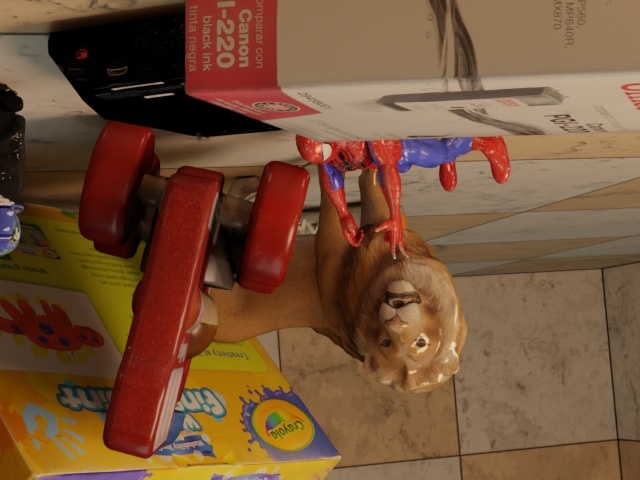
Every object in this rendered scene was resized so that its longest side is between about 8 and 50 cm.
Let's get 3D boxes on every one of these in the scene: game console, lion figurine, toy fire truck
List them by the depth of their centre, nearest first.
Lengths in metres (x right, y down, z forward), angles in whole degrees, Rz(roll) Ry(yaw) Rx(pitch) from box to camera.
[{"bbox_3d":[0.028,-0.112,0.769,0.361,0.044,0.213,-5,176,13],"label":"game console"},{"bbox_3d":[-0.124,0.051,1.041,0.169,0.254,0.302,15,173,-3],"label":"toy fire truck"},{"bbox_3d":[-0.032,0.041,1.271,0.392,0.240,0.142,-7,174,35],"label":"lion figurine"}]

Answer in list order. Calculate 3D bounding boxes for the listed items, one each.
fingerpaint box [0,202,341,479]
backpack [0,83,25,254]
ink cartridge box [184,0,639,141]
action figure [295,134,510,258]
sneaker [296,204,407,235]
[{"bbox_3d":[-0.246,0.142,1.266,0.163,0.371,0.444,-50,150,19],"label":"fingerpaint box"},{"bbox_3d":[-0.303,-0.045,0.831,0.173,0.117,0.158,4,169,-42],"label":"backpack"},{"bbox_3d":[0.069,-0.100,0.560,0.217,0.092,0.158,-1,176,22],"label":"ink cartridge box"},{"bbox_3d":[0.070,-0.041,1.079,0.091,0.139,0.280,-10,170,36],"label":"action figure"},{"bbox_3d":[0.000,0.000,1.660,0.121,0.099,0.262,7,168,-42],"label":"sneaker"}]
